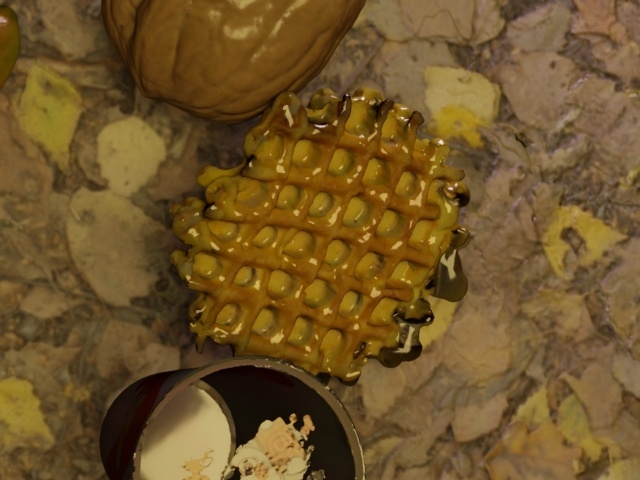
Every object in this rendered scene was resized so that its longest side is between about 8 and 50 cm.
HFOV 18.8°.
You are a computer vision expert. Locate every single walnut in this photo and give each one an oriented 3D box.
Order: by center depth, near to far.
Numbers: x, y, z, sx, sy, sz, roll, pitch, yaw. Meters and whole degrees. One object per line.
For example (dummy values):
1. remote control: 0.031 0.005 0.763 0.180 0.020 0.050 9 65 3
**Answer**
1. walnut: -0.077 -0.230 1.731 0.225 0.225 0.261 39 91 -14

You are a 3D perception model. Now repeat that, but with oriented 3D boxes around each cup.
1. cup: -0.101 0.190 1.681 0.203 0.288 0.203 0 90 -17

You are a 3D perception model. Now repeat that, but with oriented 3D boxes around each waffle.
1. waffle: 0.005 0.008 1.781 0.329 0.062 0.329 -14 120 -26

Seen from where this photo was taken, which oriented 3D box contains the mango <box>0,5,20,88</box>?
1. mango: -0.341 -0.145 1.724 0.187 0.066 0.101 -36 102 -21
